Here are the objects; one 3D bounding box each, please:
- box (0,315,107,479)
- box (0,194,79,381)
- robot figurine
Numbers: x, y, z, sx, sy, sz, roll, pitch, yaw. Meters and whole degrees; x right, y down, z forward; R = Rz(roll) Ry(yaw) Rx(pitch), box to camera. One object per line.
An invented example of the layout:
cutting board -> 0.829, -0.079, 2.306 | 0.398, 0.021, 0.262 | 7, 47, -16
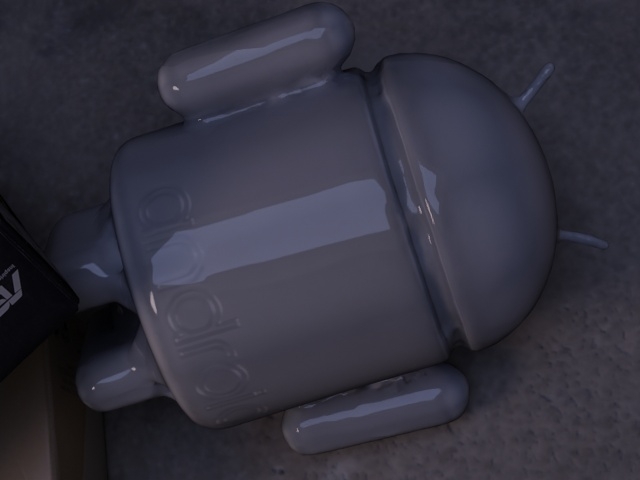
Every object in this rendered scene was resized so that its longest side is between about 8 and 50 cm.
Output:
box -> -0.218, 0.207, 1.196 | 0.148, 0.121, 0.311 | -10, 74, 7
box -> -0.352, 0.040, 1.164 | 0.318, 0.097, 0.395 | -42, 36, -4
robot figurine -> 0.000, 0.000, 1.173 | 0.354, 0.200, 0.300 | -18, 113, 5
